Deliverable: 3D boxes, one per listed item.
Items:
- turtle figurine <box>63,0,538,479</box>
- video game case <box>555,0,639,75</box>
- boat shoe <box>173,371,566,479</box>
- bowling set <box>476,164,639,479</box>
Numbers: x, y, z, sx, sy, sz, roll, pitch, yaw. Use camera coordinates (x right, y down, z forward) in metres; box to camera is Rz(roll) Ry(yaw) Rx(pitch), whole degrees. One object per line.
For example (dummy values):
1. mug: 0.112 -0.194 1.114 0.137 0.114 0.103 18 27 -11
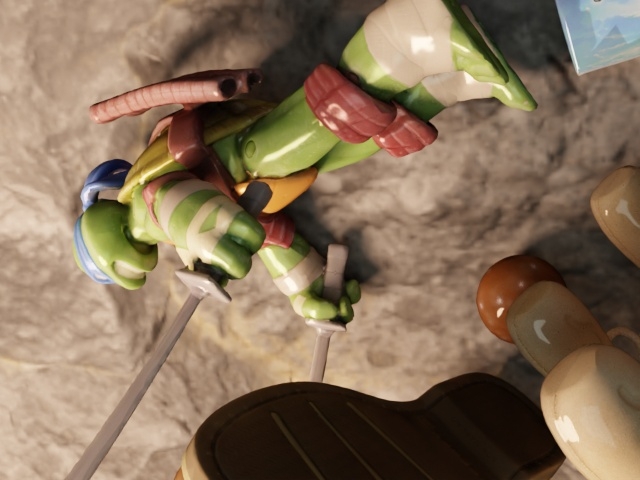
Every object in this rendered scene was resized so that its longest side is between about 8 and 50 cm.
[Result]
1. turtle figurine: 0.000 0.000 0.606 0.266 0.275 0.198 -36 133 16
2. video game case: 0.209 -0.244 0.545 0.244 0.061 0.270 -15 106 17
3. boat shoe: 0.030 0.145 0.598 0.111 0.307 0.104 48 114 31
4. bowling set: 0.196 0.046 0.616 0.154 0.200 0.287 47 69 -12
